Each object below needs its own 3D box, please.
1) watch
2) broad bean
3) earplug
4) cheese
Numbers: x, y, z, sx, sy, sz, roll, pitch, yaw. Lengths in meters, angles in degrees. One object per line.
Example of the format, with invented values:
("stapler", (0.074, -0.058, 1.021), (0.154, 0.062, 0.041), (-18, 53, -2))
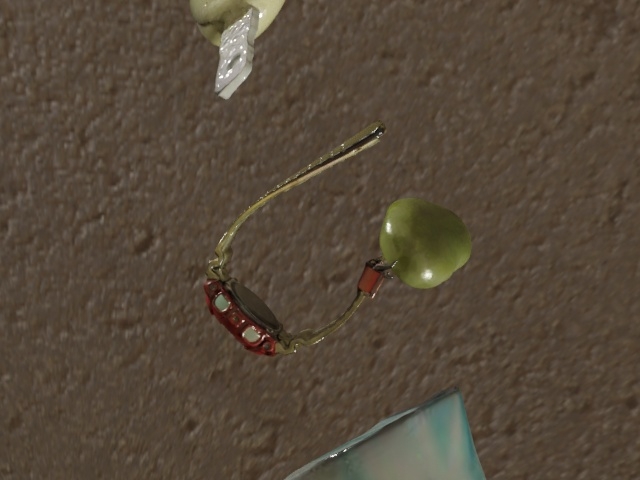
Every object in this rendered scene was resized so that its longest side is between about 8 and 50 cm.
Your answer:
("watch", (-0.002, 0.009, 1.299), (0.268, 0.102, 0.164), (-35, 91, 8))
("broad bean", (0.138, -0.001, 1.582), (0.082, 0.174, 0.124), (-35, 78, 22))
("earplug", (0.122, 0.315, 1.090), (0.185, 0.185, 0.324), (-26, 81, -20))
("cheese", (-0.067, -0.195, 1.021), (0.054, 0.127, 0.251), (35, 31, -24))
